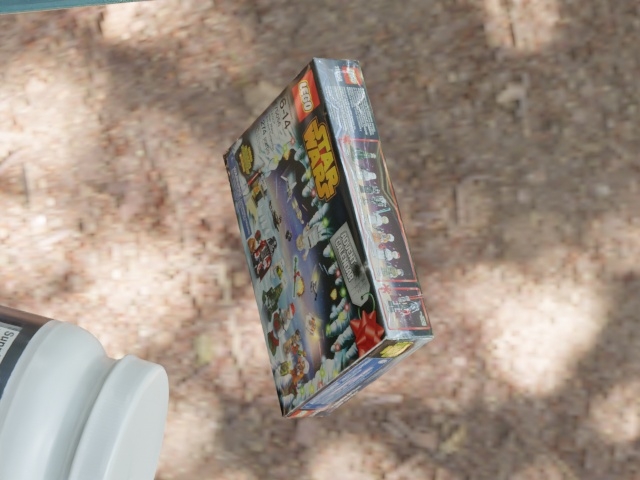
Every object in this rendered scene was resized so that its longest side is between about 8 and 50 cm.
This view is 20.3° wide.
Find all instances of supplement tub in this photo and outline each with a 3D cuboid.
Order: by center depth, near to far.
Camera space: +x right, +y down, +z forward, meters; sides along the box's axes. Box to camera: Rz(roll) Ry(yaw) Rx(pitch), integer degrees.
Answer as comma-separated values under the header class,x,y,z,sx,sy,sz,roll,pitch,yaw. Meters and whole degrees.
class,x,y,z,sx,sy,sz,roll,pitch,yaw
supplement tub,-0.259,0.131,1.226,0.272,0.191,0.191,15,79,7

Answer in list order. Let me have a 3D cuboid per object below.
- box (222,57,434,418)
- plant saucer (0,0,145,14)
class,x,y,z,sx,sy,sz,roll,pitch,yaw
box,0.000,0.000,0.802,0.027,0.094,0.137,1,63,-33
plant saucer,-0.113,-0.115,0.677,0.018,0.192,0.067,28,64,-62
